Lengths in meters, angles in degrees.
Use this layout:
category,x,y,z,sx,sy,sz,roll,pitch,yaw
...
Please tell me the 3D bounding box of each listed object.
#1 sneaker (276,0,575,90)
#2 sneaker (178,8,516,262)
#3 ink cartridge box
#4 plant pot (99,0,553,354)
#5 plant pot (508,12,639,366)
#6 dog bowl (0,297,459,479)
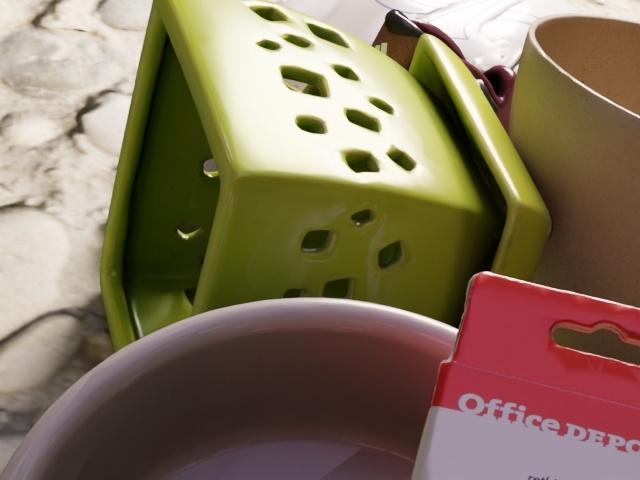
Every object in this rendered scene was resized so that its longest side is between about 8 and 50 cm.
category,x,y,z,sx,sy,sz,roll,pitch,yaw
sneaker,0.085,-0.146,1.470,0.297,0.111,0.129,-12,46,-25
sneaker,0.006,-0.081,1.306,0.281,0.162,0.106,-6,38,-20
ink cartridge box,0.096,0.138,0.806,0.134,0.078,0.231,14,58,5
plant pot,0.000,0.000,1.147,0.207,0.228,0.227,3,34,-18
plant pot,0.231,0.001,1.189,0.284,0.191,0.284,16,21,-6
dog bowl,-0.004,0.180,0.882,0.349,0.102,0.349,1,57,-2
